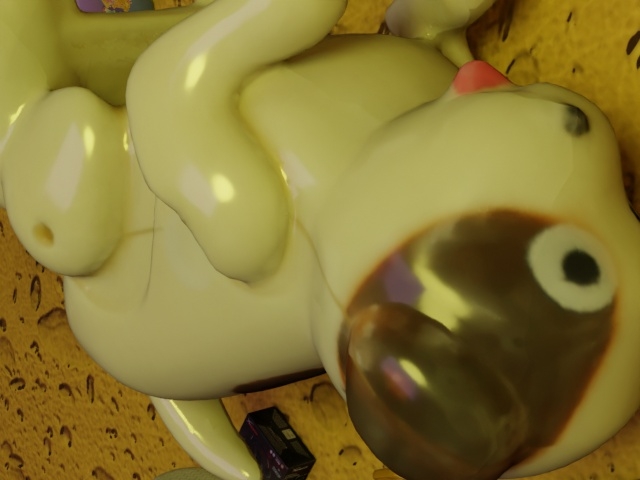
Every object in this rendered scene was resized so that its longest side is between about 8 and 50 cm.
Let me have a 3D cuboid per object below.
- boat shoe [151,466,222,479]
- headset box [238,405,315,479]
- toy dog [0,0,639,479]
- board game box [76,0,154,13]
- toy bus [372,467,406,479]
[{"bbox_3d":[-0.044,0.316,0.937,0.335,0.121,0.119,42,135,50],"label":"boat shoe"},{"bbox_3d":[-0.046,0.188,0.963,0.062,0.032,0.083,50,129,32],"label":"headset box"},{"bbox_3d":[0.000,0.000,0.685,0.407,0.284,0.396,16,102,43],"label":"toy dog"},{"bbox_3d":[-0.269,-0.265,1.109,0.233,0.078,0.347,-23,79,49],"label":"board game box"},{"bbox_3d":[0.064,0.236,0.786,0.191,0.104,0.202,-81,15,-59],"label":"toy bus"}]
